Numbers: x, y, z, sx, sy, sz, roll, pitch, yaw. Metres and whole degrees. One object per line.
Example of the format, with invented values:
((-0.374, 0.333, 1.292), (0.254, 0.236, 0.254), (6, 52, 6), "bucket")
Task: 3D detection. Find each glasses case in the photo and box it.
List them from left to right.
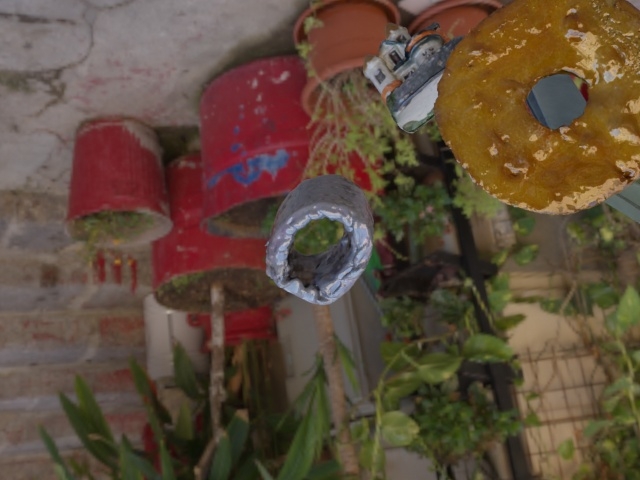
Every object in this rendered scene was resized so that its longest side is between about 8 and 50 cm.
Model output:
((0.416, -0.215, 1.430), (0.105, 0.266, 0.056), (5, 128, -8), "glasses case")

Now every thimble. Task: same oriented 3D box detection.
((0.000, -0.003, 1.086), (0.127, 0.118, 0.151), (26, 114, -9), "thimble")

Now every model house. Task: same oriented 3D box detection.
((0.230, -0.464, 2.056), (0.271, 0.300, 0.190), (-39, 151, 11), "model house")

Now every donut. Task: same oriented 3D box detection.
((0.281, -0.159, 0.985), (0.278, 0.277, 0.108), (-10, 170, 10), "donut")

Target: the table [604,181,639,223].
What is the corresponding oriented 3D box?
((0.605, -0.115, 1.577), (0.111, 0.240, 0.122), (-50, 137, 4), "table")
